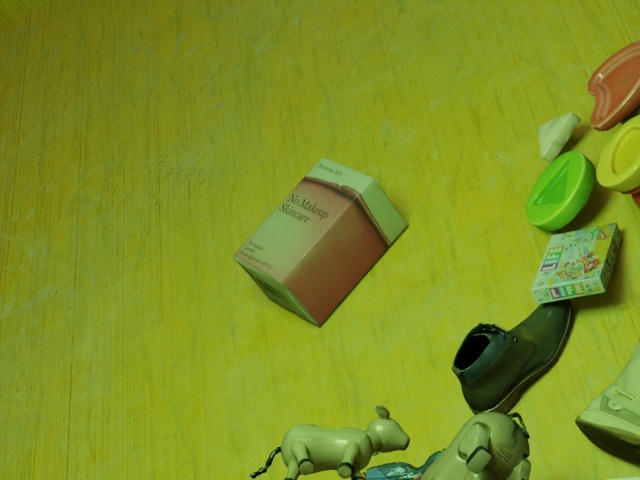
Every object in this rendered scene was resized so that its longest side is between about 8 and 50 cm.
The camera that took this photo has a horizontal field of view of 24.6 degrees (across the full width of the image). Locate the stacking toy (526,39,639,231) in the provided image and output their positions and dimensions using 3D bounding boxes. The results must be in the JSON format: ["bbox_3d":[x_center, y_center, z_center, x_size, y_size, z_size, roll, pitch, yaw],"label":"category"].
[{"bbox_3d":[0.456,-0.128,2.222,0.279,0.130,0.309,-40,26,42],"label":"stacking toy"}]

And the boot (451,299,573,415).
[{"bbox_3d":[0.270,0.142,2.051,0.082,0.106,0.219,19,65,47],"label":"boot"}]

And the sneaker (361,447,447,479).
[{"bbox_3d":[0.158,0.340,1.977,0.221,0.083,0.087,-20,54,29],"label":"sneaker"}]

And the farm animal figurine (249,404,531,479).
[{"bbox_3d":[0.131,0.315,1.841,0.326,0.330,0.172,-33,15,12],"label":"farm animal figurine"}]

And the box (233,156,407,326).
[{"bbox_3d":[0.000,0.000,2.390,0.232,0.127,0.148,-49,39,-13],"label":"box"}]

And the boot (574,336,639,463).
[{"bbox_3d":[0.474,0.199,1.847,0.262,0.095,0.203,14,60,52],"label":"boot"}]

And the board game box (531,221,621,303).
[{"bbox_3d":[0.370,0.032,2.109,0.103,0.026,0.154,-13,25,27],"label":"board game box"}]

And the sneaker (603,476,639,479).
[{"bbox_3d":[0.451,0.392,1.668,0.322,0.130,0.236,-5,64,20],"label":"sneaker"}]
